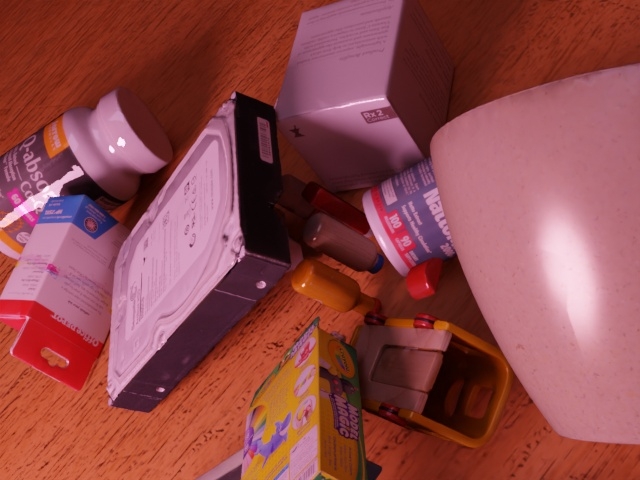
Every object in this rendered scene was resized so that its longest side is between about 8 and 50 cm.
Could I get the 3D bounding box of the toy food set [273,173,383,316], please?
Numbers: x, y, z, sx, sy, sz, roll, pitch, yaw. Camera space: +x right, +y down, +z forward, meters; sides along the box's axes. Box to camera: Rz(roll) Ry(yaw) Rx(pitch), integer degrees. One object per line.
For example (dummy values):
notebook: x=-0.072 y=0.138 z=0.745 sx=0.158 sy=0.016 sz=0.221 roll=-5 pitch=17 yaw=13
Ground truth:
toy food set: x=0.000 y=0.000 z=0.950 sx=0.111 sy=0.104 sz=0.232 roll=-59 pitch=28 yaw=4

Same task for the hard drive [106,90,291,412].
hard drive: x=-0.155 y=0.022 z=0.936 sx=0.339 sy=0.064 sz=0.236 roll=-46 pitch=38 yaw=40

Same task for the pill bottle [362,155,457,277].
pill bottle: x=0.146 y=-0.045 z=0.849 sx=0.180 sy=0.108 sz=0.108 roll=-29 pitch=47 yaw=15

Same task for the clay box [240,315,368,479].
clay box: x=-0.018 y=0.175 z=0.722 sx=0.127 sy=0.053 sz=0.222 roll=-51 pitch=17 yaw=23

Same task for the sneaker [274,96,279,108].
sneaker: x=-0.018 y=-0.199 z=1.119 sx=0.109 sy=0.040 sz=0.043 roll=-40 pitch=48 yaw=5

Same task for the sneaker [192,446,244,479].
sneaker: x=-0.099 y=0.299 z=0.789 sx=0.222 sy=0.083 sz=0.118 roll=-39 pitch=46 yaw=3

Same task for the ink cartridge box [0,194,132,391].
ink cartridge box: x=-0.342 y=0.070 z=1.081 sx=0.078 sy=0.134 sz=0.231 roll=0 pitch=59 yaw=33

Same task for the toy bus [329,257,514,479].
toy bus: x=0.089 y=0.133 z=0.762 sx=0.191 sy=0.104 sz=0.202 roll=-50 pitch=22 yaw=29

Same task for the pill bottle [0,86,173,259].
pill bottle: x=-0.371 y=-0.100 z=1.205 sx=0.278 sy=0.162 sz=0.162 roll=-32 pitch=47 yaw=12

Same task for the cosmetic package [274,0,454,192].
cosmetic package: x=0.058 y=-0.180 z=0.975 sx=0.151 sy=0.151 sz=0.183 roll=-7 pitch=55 yaw=31

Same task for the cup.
cup: x=0.256 y=0.027 z=0.614 sx=0.331 sy=0.331 sz=0.236 roll=-7 pitch=80 yaw=30
